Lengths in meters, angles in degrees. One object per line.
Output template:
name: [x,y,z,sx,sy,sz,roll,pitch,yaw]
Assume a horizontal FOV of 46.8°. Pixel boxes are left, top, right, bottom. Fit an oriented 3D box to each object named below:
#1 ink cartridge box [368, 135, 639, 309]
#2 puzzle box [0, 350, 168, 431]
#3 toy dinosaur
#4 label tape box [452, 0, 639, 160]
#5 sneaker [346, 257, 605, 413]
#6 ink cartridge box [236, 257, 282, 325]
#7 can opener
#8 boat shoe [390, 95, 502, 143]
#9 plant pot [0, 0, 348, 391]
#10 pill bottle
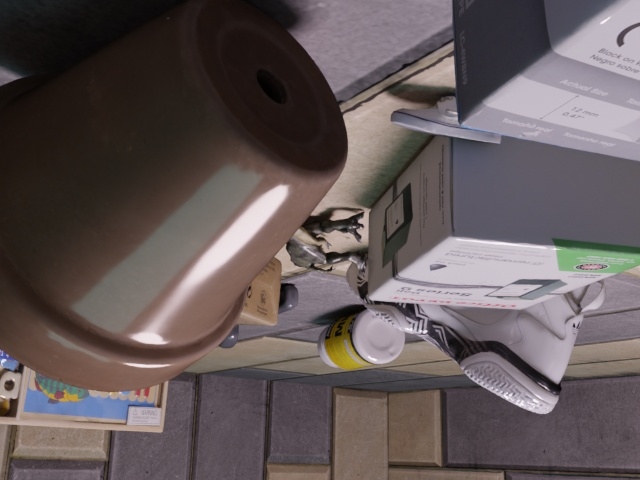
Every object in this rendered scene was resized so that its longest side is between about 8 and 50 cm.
ink cartridge box: [0.186,-0.011,0.800,0.211,0.121,0.289,5,164,-10]
puzzle box: [-0.382,0.156,1.166,0.052,0.271,0.409,-5,163,28]
toy dinosaur: [0.000,0.000,0.972,0.118,0.064,0.268,5,161,11]
label tape box: [0.259,-0.146,0.351,0.249,0.115,0.348,8,164,-20]
sneaker: [0.216,0.067,1.060,0.366,0.210,0.137,32,-177,36]
ink cartridge box: [-0.169,0.041,0.843,0.194,0.088,0.235,2,168,14]
can opener: [-0.132,0.153,1.437,0.076,0.095,0.283,9,162,-27]
boat shoe: [0.110,-0.107,0.636,0.100,0.035,0.035,8,-174,-6]
plant pot: [-0.107,-0.049,0.542,0.229,0.262,0.263,-32,147,32]
pill bottle: [0.080,0.215,1.587,0.119,0.119,0.208,9,162,-24]
